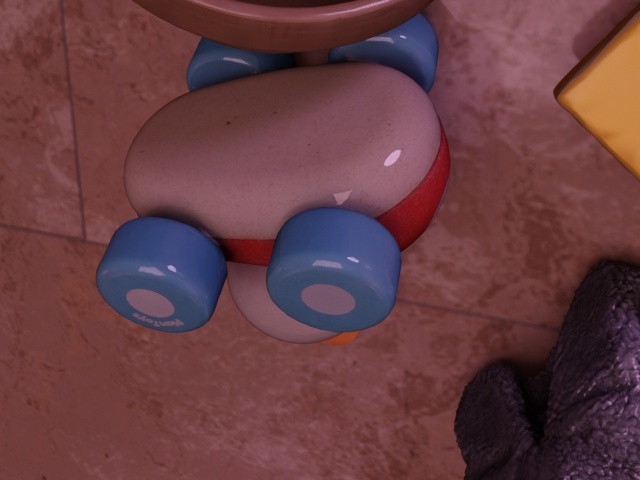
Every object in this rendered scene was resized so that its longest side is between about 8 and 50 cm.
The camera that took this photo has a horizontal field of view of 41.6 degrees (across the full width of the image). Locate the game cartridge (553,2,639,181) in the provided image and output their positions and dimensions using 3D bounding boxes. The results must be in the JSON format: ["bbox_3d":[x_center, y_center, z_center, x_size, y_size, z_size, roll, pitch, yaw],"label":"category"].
[{"bbox_3d":[0.338,-0.096,0.433,0.285,0.052,0.323,44,110,-1],"label":"game cartridge"}]

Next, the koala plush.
[{"bbox_3d":[0.227,0.171,0.568,0.221,0.203,0.196,34,122,-10],"label":"koala plush"}]

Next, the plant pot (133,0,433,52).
[{"bbox_3d":[-0.029,-0.195,0.500,0.237,0.237,0.110,30,157,6],"label":"plant pot"}]

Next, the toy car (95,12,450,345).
[{"bbox_3d":[0.000,0.000,0.590,0.210,0.219,0.238,-3,141,21],"label":"toy car"}]
